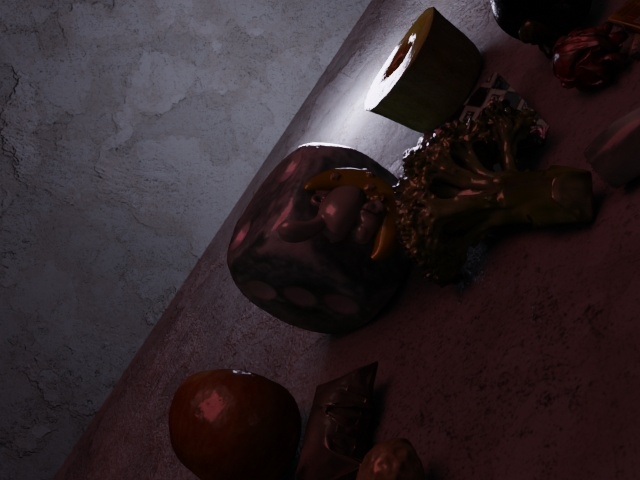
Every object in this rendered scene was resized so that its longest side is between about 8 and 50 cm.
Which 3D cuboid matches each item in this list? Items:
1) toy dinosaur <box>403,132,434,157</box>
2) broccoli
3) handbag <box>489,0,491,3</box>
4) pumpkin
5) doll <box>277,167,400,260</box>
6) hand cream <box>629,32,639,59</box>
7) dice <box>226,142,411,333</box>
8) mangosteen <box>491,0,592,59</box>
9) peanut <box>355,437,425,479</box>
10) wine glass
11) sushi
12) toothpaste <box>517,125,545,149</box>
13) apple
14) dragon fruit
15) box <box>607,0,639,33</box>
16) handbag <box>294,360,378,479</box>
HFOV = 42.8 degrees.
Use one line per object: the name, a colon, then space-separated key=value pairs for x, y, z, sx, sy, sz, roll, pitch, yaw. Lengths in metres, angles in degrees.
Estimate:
toy dinosaur: x=0.277 y=-0.243 z=2.060 sx=0.167 sy=0.053 sz=0.242 roll=-57 pitch=8 yaw=-26
broccoli: x=0.299 y=-0.056 z=1.514 sx=0.353 sy=0.275 sz=0.397 roll=-67 pitch=33 yaw=25
handbag: x=0.561 y=-0.684 z=2.069 sx=0.275 sy=0.088 sz=0.244 roll=-48 pitch=22 yaw=12
pumpkin: x=0.284 y=-0.438 z=2.202 sx=0.332 sy=0.199 sz=0.332 roll=-54 pitch=10 yaw=14
doll: x=0.063 y=-0.056 z=1.670 sx=0.111 sy=0.237 sz=0.252 roll=110 pitch=-175 yaw=-52
hand cream: x=0.601 y=-0.377 z=1.537 sx=0.035 sy=0.022 sz=0.102 roll=-31 pitch=25 yaw=51
dice: x=0.000 y=0.000 z=1.902 sx=0.348 sy=0.328 sz=0.330 roll=-31 pitch=30 yaw=53
mangosteen: x=0.492 y=-0.513 z=1.785 sx=0.216 sy=0.216 sz=0.216 roll=-48 pitch=20 yaw=23
peanut: x=0.077 y=0.442 z=1.249 sx=0.120 sy=0.136 sz=0.298 roll=12 pitch=62 yaw=30
wine glass: x=0.554 y=-0.258 z=1.317 sx=0.309 sy=0.096 sz=0.264 roll=-45 pitch=23 yaw=31
sushi: x=0.354 y=-0.197 z=1.802 sx=0.290 sy=0.050 sz=0.264 roll=-48 pitch=40 yaw=20
toothpaste: x=0.390 y=-0.198 z=1.694 sx=0.170 sy=0.028 sz=0.045 roll=-12 pitch=56 yaw=44
apple: x=-0.190 y=0.416 z=1.761 sx=0.309 sy=0.278 sz=0.249 roll=140 pitch=144 yaw=-61
dragon fruit: x=0.514 y=-0.349 z=1.571 sx=0.121 sy=0.130 sz=0.142 roll=-25 pitch=-9 yaw=-41
box: x=0.620 y=-0.434 z=1.556 sx=0.089 sy=0.022 sz=0.156 roll=-41 pitch=21 yaw=8
handbag: x=0.036 y=0.355 z=1.551 sx=0.183 sy=0.117 sz=0.270 roll=-30 pitch=29 yaw=36
